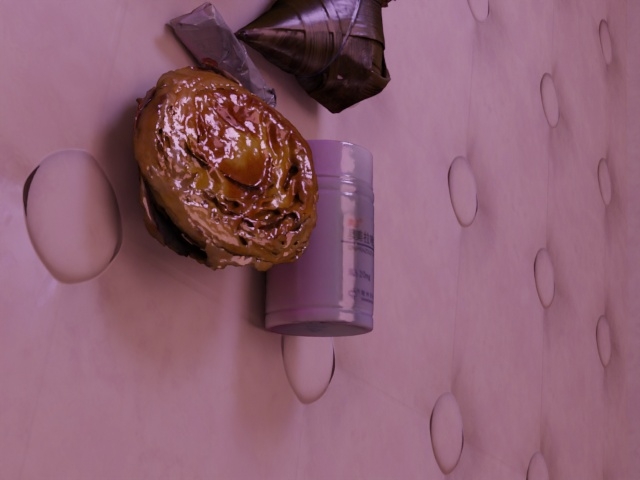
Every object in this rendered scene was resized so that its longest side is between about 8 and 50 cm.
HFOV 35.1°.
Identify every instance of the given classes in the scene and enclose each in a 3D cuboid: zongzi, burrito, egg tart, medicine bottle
[{"bbox_3d":[-0.024,-0.360,1.482,0.300,0.138,0.286,13,69,-48],"label":"zongzi"},{"bbox_3d":[-0.122,-0.237,1.343,0.203,0.064,0.064,50,44,-43],"label":"burrito"},{"bbox_3d":[-0.131,-0.077,1.248,0.297,0.132,0.297,28,51,-40],"label":"egg tart"},{"bbox_3d":[0.000,0.000,1.411,0.152,0.152,0.254,21,67,-56],"label":"medicine bottle"}]

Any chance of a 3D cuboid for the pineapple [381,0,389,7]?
[{"bbox_3d":[0.134,-0.448,1.638,0.125,0.251,0.125,32,49,-46],"label":"pineapple"}]
